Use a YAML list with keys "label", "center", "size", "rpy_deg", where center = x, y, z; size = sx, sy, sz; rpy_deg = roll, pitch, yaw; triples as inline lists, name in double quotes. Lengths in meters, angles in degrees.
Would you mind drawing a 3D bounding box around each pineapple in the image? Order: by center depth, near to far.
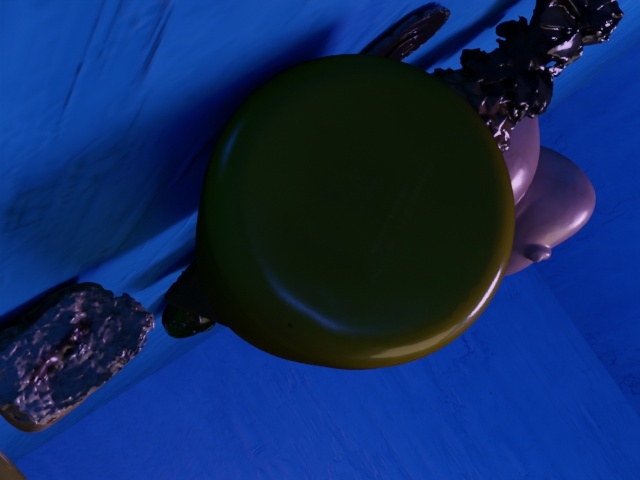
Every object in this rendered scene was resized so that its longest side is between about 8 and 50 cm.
- label: "pineapple"
  center: [0.155, -0.138, 0.722]
  size: [0.237, 0.111, 0.119]
  rpy_deg: [-43, -153, 5]

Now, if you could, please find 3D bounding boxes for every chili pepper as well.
- label: "chili pepper"
  center: [-0.165, 0.091, 1.134]
  size: [0.098, 0.061, 0.224]
  rpy_deg: [-26, 176, -15]

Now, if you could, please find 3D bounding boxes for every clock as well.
- label: "clock"
  center: [0.057, -0.134, 0.578]
  size: [0.074, 0.010, 0.083]
  rpy_deg: [-36, 176, 19]

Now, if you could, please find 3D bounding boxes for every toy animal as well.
- label: "toy animal"
  center: [0.191, -0.064, 0.992]
  size: [0.210, 0.221, 0.229]
  rpy_deg: [-40, 175, 25]

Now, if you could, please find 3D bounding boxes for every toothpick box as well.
- label: "toothpick box"
  center: [0.000, 0.000, 0.572]
  size: [0.175, 0.175, 0.271]
  rpy_deg: [-33, 179, -15]

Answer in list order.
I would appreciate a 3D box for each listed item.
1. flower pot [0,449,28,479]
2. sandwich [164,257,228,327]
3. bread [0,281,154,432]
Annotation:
- label: "flower pot"
  center: [-0.291, 0.207, 0.596]
  size: [0.195, 0.179, 0.195]
  rpy_deg: [-32, 176, -3]
- label: "sandwich"
  center: [-0.045, 0.025, 0.860]
  size: [0.235, 0.128, 0.122]
  rpy_deg: [-38, 167, 35]
- label: "bread"
  center: [-0.200, 0.085, 0.647]
  size: [0.125, 0.082, 0.106]
  rpy_deg: [-44, -168, -30]
